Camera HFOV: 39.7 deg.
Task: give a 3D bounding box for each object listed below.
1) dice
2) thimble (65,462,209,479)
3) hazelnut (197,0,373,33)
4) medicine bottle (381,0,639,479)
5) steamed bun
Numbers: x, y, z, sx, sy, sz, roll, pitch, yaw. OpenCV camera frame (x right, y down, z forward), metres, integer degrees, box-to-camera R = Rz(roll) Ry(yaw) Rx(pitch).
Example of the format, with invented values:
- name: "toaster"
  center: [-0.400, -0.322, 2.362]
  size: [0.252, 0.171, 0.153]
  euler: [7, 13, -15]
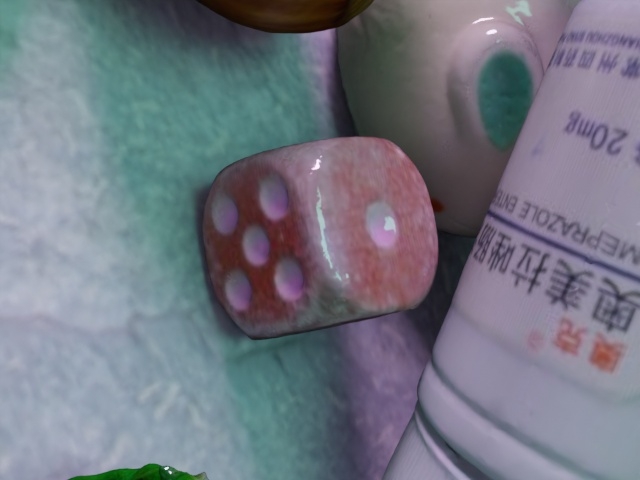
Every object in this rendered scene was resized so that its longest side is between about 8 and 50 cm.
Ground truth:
- name: "dice"
  center: [0.000, 0.000, 0.464]
  size: [0.093, 0.091, 0.094]
  euler: [-5, 84, -44]
- name: "thimble"
  center: [-0.088, 0.144, 0.329]
  size: [0.130, 0.118, 0.090]
  euler: [-20, 98, -26]
- name: "hazelnut"
  center: [-0.025, -0.184, 0.444]
  size: [0.182, 0.182, 0.182]
  euler: [13, 71, -41]
- name: "medicine bottle"
  center: [0.166, 0.041, 0.456]
  size: [0.190, 0.190, 0.332]
  euler: [13, 102, -41]
- name: "steamed bun"
  center: [0.102, -0.118, 0.564]
  size: [0.177, 0.130, 0.228]
  euler: [11, 70, -43]
